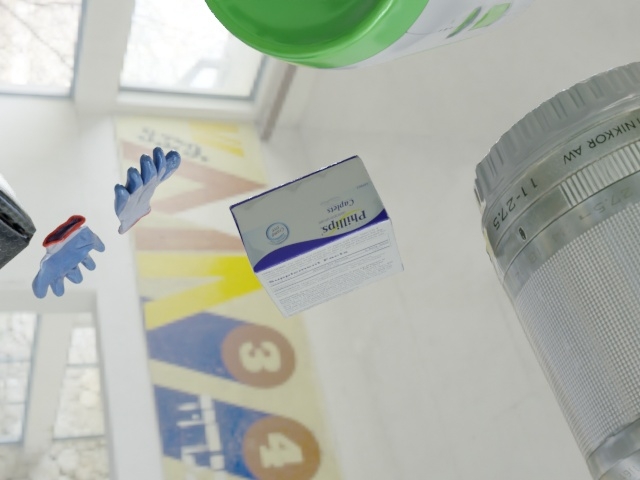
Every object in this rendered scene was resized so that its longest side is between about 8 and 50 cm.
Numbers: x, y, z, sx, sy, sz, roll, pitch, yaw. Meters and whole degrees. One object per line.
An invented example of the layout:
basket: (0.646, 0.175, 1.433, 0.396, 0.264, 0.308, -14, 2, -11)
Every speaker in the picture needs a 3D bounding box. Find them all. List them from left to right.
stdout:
speaker: (0.046, -0.166, 0.538, 0.296, 0.131, 0.131, -33, 134, -62)

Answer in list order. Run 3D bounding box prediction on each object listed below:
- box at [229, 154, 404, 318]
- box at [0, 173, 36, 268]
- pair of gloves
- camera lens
box: (0.000, 0.000, 0.899, 0.137, 0.126, 0.072, 67, 1, -67)
box: (-0.222, 0.016, 0.259, 0.059, 0.233, 0.183, 46, -5, 35)
pair of gloves: (-0.219, -0.018, 1.023, 0.023, 0.198, 0.159, 44, -24, 5)
camera lens: (0.254, 0.037, 0.710, 0.274, 0.220, 0.219, 69, -29, 27)
